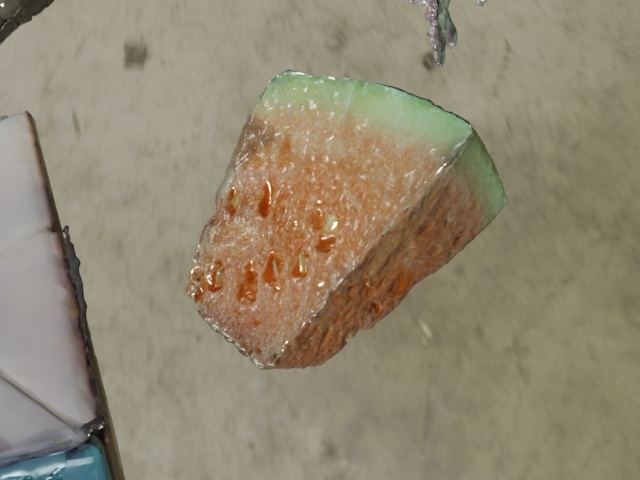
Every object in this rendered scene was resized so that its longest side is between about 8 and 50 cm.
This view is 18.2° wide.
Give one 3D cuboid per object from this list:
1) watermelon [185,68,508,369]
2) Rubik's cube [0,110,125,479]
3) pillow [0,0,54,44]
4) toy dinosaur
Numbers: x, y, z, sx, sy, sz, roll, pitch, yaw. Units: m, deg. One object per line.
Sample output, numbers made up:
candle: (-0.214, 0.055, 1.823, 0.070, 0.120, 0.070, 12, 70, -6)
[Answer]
watermelon: (0.000, 0.000, 1.608, 0.256, 0.193, 0.140, -56, 144, -20)
Rubik's cube: (-0.196, 0.111, 0.841, 0.231, 0.221, 0.224, -13, 131, -6)
pillow: (-0.326, -0.148, 1.326, 0.228, 0.101, 0.326, 40, 93, 2)
toy dinosaur: (0.094, -0.221, 1.387, 0.039, 0.082, 0.208, -1, 69, 34)
